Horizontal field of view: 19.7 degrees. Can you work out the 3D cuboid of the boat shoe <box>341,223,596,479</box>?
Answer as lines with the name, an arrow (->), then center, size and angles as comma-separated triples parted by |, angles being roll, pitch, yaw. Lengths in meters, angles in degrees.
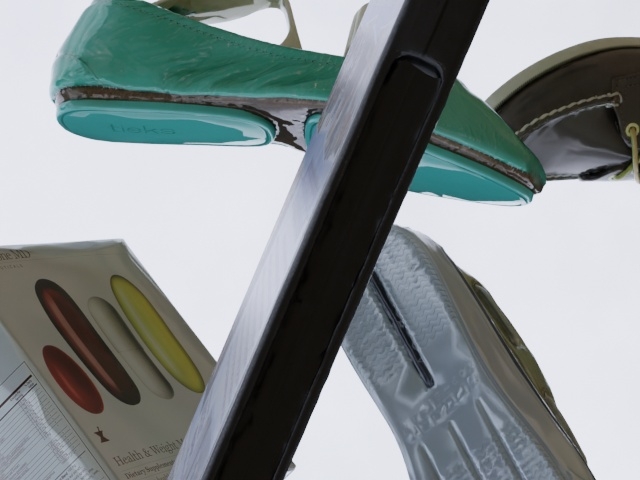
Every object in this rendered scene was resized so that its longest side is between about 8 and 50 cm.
boat shoe -> 0.102, 0.119, 0.987 | 0.094, 0.109, 0.302 | 14, -134, -48

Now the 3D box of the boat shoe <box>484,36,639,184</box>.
boat shoe -> 0.189, -0.073, 1.074 | 0.227, 0.081, 0.069 | -17, -126, -27

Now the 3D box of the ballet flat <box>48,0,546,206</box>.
ballet flat -> -0.007, -0.079, 0.898 | 0.247, 0.083, 0.087 | 10, -105, 2

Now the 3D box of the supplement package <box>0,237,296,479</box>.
supplement package -> -0.163, 0.122, 1.172 | 0.203, 0.149, 0.194 | 51, -158, 16

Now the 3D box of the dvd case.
dvd case -> 0.000, 0.000, 0.525 | 0.022, 0.253, 0.180 | 23, -173, -4
